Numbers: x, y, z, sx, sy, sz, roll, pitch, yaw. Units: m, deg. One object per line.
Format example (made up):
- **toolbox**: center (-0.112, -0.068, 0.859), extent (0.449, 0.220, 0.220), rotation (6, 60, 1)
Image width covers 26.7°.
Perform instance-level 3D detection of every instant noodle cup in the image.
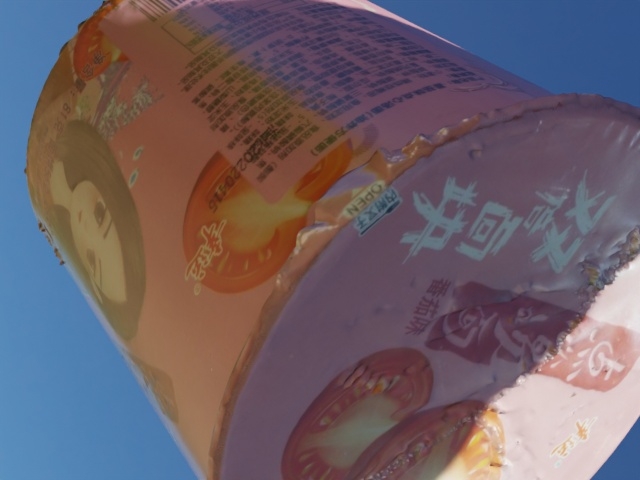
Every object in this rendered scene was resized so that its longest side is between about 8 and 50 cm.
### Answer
- **instant noodle cup**: center (0.000, 0.000, 0.597), extent (0.231, 0.243, 0.243), rotation (41, -43, 42)
